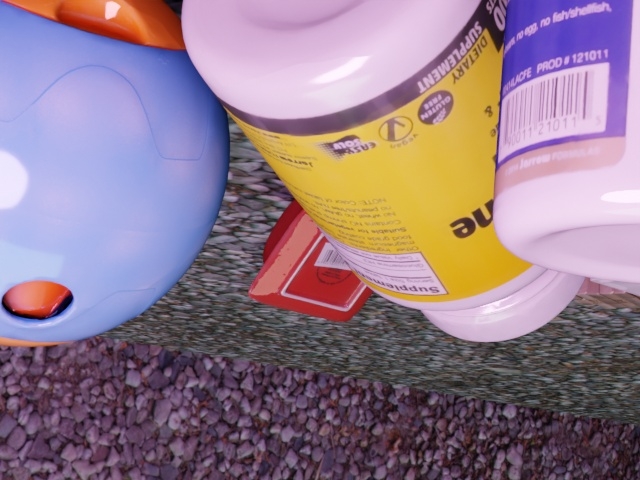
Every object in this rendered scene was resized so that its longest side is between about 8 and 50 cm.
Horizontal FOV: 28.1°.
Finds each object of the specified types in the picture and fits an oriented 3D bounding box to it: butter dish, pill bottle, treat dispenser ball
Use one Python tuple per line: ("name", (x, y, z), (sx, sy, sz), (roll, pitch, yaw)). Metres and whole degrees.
("butter dish", (0.000, 0.000, 1.517), (0.160, 0.118, 0.160), (16, 123, -33))
("pill bottle", (0.067, -0.072, 0.829), (0.188, 0.188, 0.334), (-2, 148, 28))
("pill bottle", (0.164, -0.121, 0.598), (0.153, 0.265, 0.153), (6, 168, 1))
("treat dispenser ball", (-0.210, -0.067, 0.921), (0.288, 0.288, 0.288), (5, 167, 1))

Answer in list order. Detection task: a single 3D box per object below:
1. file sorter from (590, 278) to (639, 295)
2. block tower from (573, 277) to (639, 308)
("file sorter", (0.391, -0.033, 1.081), (0.277, 0.173, 0.193), (16, 162, -40))
("block tower", (0.451, 0.022, 1.476), (0.335, 0.097, 0.091), (-3, 165, 38))
